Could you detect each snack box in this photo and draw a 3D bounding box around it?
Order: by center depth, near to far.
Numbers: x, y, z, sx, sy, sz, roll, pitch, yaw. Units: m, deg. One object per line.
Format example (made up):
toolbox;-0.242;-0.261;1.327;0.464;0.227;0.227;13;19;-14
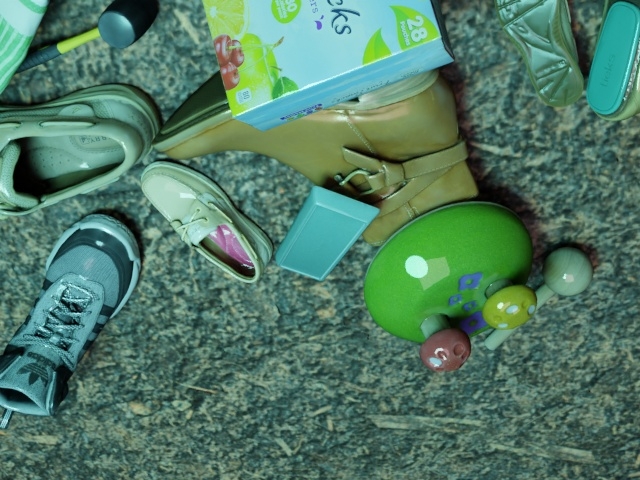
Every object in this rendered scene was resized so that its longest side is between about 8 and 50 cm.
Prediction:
snack box;-0.007;-0.215;0.625;0.174;0.070;0.207;-17;82;17

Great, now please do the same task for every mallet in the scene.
mallet;-0.242;-0.181;0.739;0.190;0.062;0.039;-18;121;17

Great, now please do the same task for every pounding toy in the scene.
pounding toy;0.166;0.070;0.792;0.237;0.110;0.183;16;125;-32

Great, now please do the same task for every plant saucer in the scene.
plant saucer;0.000;0.000;0.801;0.067;0.018;0.192;20;157;-7

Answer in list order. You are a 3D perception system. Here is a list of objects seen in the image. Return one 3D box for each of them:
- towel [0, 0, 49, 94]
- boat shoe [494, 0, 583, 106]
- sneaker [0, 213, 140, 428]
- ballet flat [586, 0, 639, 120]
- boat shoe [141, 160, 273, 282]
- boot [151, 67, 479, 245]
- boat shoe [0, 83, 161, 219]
towel;-0.404;-0.196;0.720;0.325;0.038;0.248;-40;93;27
boat shoe;0.198;-0.195;0.702;0.056;0.048;0.153;-19;114;31
sneaker;-0.291;0.102;0.875;0.101;0.153;0.268;29;121;-13
ballet flat;0.285;-0.215;0.670;0.073;0.080;0.232;-12;129;-20
boat shoe;-0.121;-0.017;0.836;0.170;0.059;0.063;37;119;-18
boot;0.000;-0.084;0.768;0.283;0.109;0.220;-23;125;15
boat shoe;-0.311;-0.076;0.793;0.302;0.098;0.109;-12;121;13
